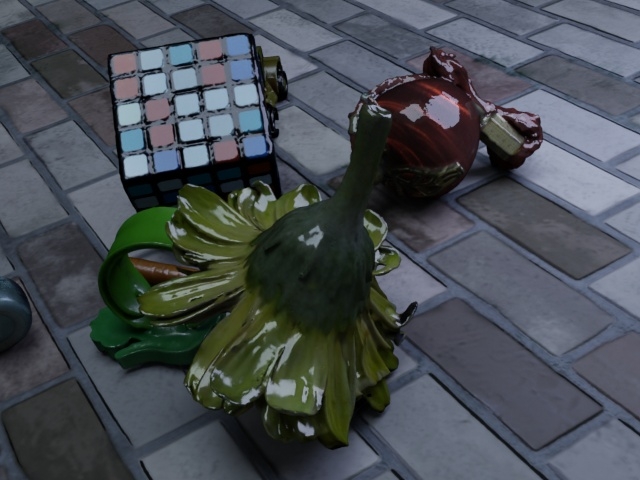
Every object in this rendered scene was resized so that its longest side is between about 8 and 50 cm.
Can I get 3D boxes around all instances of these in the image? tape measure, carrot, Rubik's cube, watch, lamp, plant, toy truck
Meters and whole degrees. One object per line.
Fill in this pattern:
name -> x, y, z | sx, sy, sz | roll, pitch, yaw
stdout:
tape measure -> -0.401, 0.057, 1.051 | 0.107, 0.104, 0.180 | -23, 37, -13
carrot -> -0.163, 0.046, 1.078 | 0.190, 0.037, 0.037 | 6, 37, 15
Rubik's cube -> -0.152, -0.127, 1.134 | 0.187, 0.182, 0.184 | -12, 69, -4
watch -> -0.181, 0.048, 0.974 | 0.165, 0.152, 0.131 | 0, 38, 10
lamp -> 0.151, -0.133, 1.147 | 0.223, 0.215, 0.151 | -46, 5, 1
plant -> 0.012, 0.031, 0.861 | 0.297, 0.261, 0.306 | -42, 45, 13
toy truck -> -0.127, -0.223, 1.374 | 0.127, 0.127, 0.257 | -4, 31, 10
